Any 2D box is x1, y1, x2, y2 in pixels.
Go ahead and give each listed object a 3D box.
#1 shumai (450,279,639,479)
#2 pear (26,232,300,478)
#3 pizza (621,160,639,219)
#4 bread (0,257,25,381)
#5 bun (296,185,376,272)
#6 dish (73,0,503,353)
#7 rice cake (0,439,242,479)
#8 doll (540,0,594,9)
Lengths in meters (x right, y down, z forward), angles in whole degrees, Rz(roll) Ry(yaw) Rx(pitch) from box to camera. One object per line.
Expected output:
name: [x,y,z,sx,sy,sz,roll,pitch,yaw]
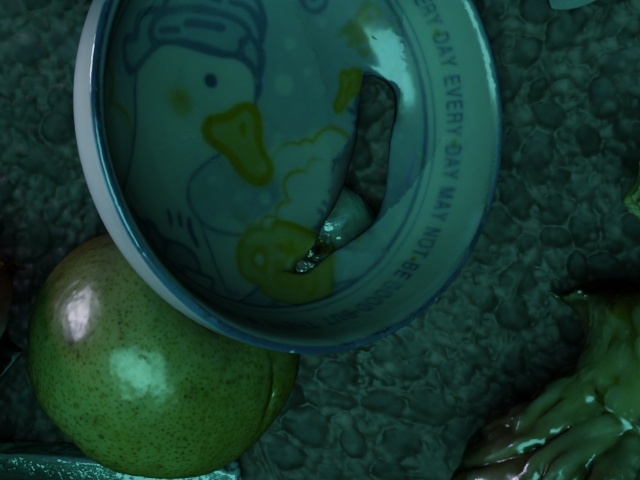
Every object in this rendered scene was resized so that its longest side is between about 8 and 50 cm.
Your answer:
shumai: [0.176,0.111,0.950,0.205,0.166,0.176,-1,101,5]
pear: [-0.101,0.072,0.974,0.167,0.167,0.136,38,111,-5]
pizza: [0.285,-0.045,0.939,0.188,0.080,0.204,35,98,-28]
bread: [-0.269,0.096,0.959,0.142,0.224,0.212,19,132,-12]
bun: [0.000,0.000,0.996,0.083,0.045,0.083,3,111,8]
dish: [-0.036,-0.071,0.922,0.273,0.134,0.273,1,87,-32]
rice cake: [-0.157,0.162,1.069,0.210,0.034,0.043,4,104,6]
doll: [0.165,-0.179,0.913,0.180,0.079,0.094,-1,76,1]
